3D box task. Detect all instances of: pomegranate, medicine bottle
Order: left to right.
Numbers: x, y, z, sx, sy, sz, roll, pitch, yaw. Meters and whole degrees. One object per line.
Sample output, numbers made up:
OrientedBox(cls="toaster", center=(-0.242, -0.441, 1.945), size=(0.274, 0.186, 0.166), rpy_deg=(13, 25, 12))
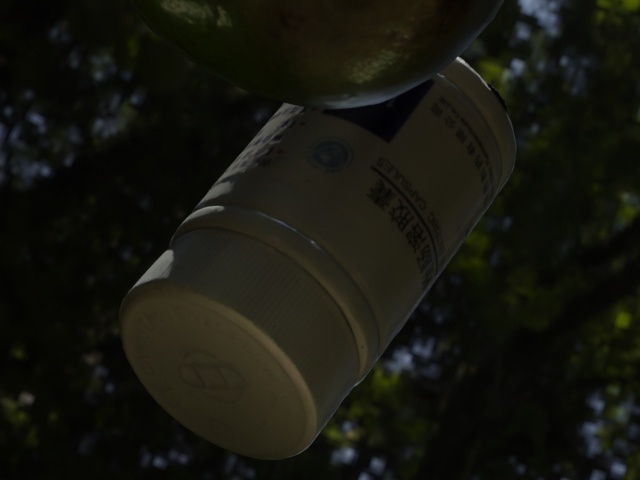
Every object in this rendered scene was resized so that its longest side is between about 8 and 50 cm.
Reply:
OrientedBox(cls="medicine bottle", center=(0.000, 0.000, 1.574), size=(0.190, 0.332, 0.190), rpy_deg=(26, -34, 19))
OrientedBox(cls="pomegranate", center=(0.001, -0.146, 0.783), size=(0.159, 0.190, 0.241), rpy_deg=(58, 0, 18))
